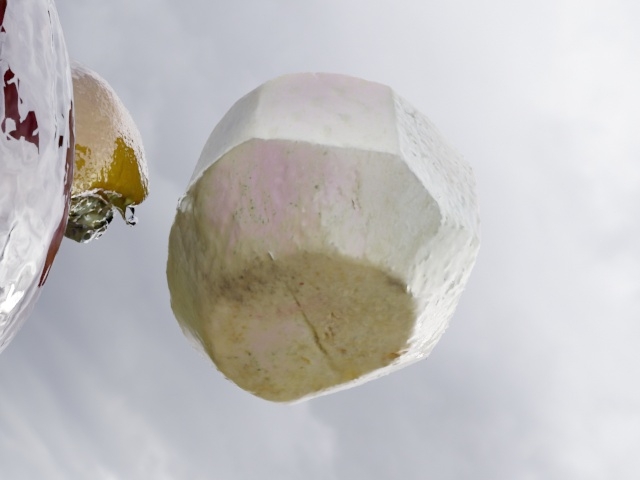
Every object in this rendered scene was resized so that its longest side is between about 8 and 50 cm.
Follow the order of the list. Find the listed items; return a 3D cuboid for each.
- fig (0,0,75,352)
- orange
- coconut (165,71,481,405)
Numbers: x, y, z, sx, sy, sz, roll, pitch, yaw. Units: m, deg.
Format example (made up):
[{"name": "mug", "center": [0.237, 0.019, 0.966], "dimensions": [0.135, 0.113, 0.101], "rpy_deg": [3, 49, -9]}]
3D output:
[{"name": "fig", "center": [-0.153, -0.069, 0.430], "dimensions": [0.186, 0.250, 0.203], "rpy_deg": [23, -8, 36]}, {"name": "orange", "center": [-0.178, -0.062, 0.845], "dimensions": [0.160, 0.112, 0.170], "rpy_deg": [17, 7, -13]}, {"name": "coconut", "center": [0.000, 0.000, 0.930], "dimensions": [0.197, 0.237, 0.237], "rpy_deg": [12, -28, -3]}]
